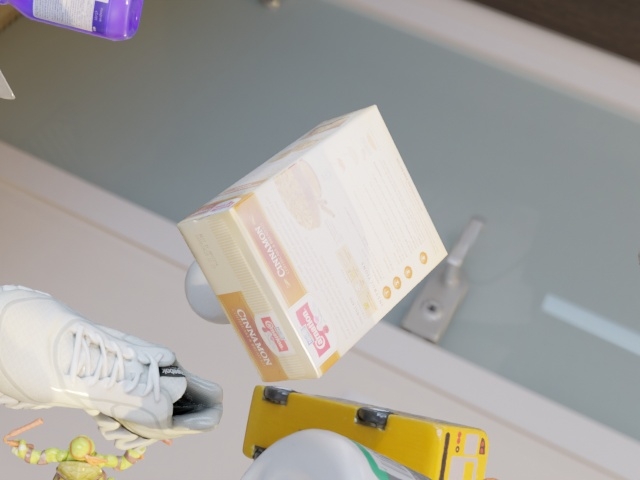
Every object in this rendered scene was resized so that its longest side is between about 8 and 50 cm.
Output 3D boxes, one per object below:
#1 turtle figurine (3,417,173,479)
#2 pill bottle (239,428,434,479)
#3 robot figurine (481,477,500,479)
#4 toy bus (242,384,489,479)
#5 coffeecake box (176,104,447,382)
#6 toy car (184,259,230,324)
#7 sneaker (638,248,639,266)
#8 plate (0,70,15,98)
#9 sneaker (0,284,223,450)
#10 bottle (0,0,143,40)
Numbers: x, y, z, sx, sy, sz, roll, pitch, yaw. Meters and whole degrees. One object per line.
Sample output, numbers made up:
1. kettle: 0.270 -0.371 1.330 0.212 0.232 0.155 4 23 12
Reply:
1. turtle figurine: -0.383 0.376 1.767 0.217 0.269 0.087 106 -18 -56
2. pill bottle: 0.094 0.321 0.927 0.204 0.361 0.204 -38 -145 33
3. robot figurine: 0.074 0.265 0.702 0.219 0.128 0.158 -48 144 -1
4. toy bus: 0.048 0.268 1.407 0.130 0.332 0.108 14 83 -45
5. coffeecake box: 0.000 0.000 0.830 0.185 0.068 0.142 -39 108 -41
6. toy car: -0.041 0.008 1.060 0.159 0.181 0.136 -40 136 -56
7. sneaker: 0.520 0.073 1.270 0.210 0.137 0.366 -30 -155 18
8. plate: -0.547 -0.340 1.456 0.045 0.277 0.278 -39 158 -13
9. sneaker: -0.196 0.115 0.960 0.292 0.118 0.110 37 56 -53
10. bottle: -0.418 -0.394 1.644 0.092 0.282 0.118 -68 172 -75
